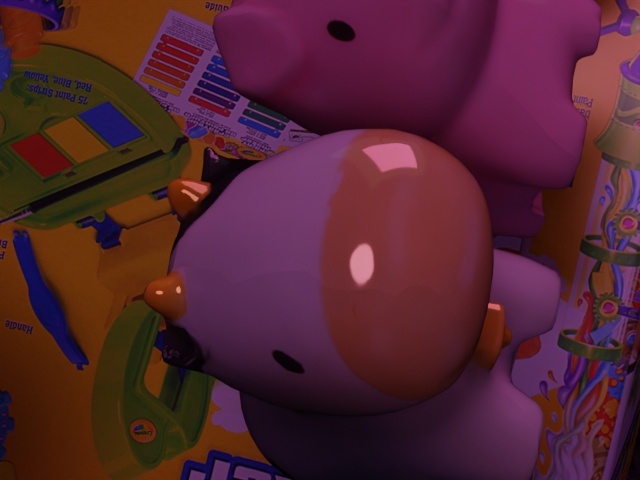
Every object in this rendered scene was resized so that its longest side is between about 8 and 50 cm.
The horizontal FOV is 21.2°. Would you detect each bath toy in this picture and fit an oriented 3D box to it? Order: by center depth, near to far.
[{"bbox_3d":[0.016,-0.041,0.513,0.129,0.348,0.151,13,-28,-1],"label":"bath toy"}]

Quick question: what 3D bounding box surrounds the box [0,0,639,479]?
[{"bbox_3d":[0.000,0.000,0.726,0.290,0.279,0.177,13,-4,14],"label":"box"}]
